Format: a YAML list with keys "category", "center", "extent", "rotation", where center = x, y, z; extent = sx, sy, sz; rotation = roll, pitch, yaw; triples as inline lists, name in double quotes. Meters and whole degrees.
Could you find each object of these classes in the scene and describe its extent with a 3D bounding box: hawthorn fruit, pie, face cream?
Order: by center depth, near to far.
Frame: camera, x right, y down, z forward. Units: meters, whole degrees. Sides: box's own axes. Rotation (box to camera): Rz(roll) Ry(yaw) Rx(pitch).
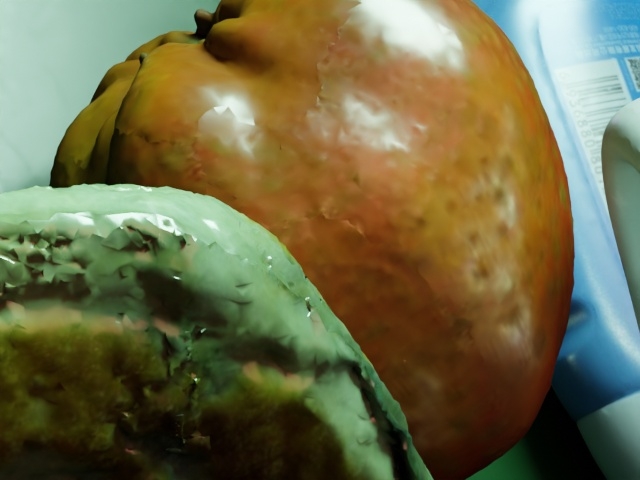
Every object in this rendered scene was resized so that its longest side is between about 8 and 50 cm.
- category: "pie"
  center: [-0.076, 0.094, 0.447]
  extent: [0.240, 0.054, 0.240]
  rotation: [-5, 109, -16]
- category: "hawthorn fruit"
  center: [0.000, 0.000, 0.556]
  extent: [0.189, 0.189, 0.189]
  rotation: [18, 57, -29]
- category: "face cream"
  center: [0.141, 0.009, 0.719]
  extent: [0.149, 0.083, 0.264]
  rotation: [-4, 69, -38]

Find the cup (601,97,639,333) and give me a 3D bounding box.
- category: "cup"
  center: [0.158, 0.129, 0.499]
  extent: [0.259, 0.274, 0.356]
  rotation: [-21, 81, 3]
